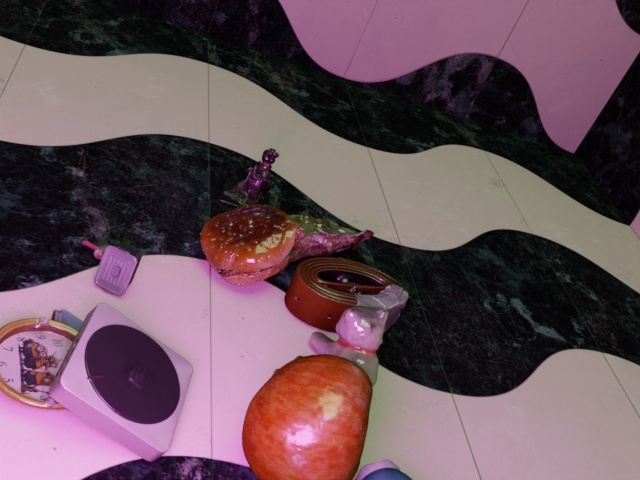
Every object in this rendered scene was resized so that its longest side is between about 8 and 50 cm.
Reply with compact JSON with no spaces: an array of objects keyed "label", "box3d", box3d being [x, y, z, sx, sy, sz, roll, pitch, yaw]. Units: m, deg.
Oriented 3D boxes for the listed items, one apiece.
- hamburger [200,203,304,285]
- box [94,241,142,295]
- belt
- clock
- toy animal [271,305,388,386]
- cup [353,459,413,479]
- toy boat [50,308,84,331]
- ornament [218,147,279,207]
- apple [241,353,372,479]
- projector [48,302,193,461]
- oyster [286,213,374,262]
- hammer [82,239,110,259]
[{"label":"hamburger","box3d":[-0.184,0.008,2.095,0.286,0.146,0.243,2,41,5]},{"label":"box","box3d":[-0.486,0.064,1.870,0.084,0.122,0.069,27,19,0]},{"label":"belt","box3d":[0.075,0.152,2.131,0.338,0.122,0.217,10,33,-24]},{"label":"clock","box3d":[-0.565,0.259,1.572,0.237,0.057,0.237,22,32,-15]},{"label":"toy animal","box3d":[0.042,0.274,1.879,0.308,0.188,0.266,11,42,-29]},{"label":"cup","box3d":[0.141,0.543,1.559,0.299,0.167,0.173,-11,34,-13]},{"label":"toy boat","box3d":[-0.539,0.197,1.719,0.122,0.034,0.096,20,30,-26]},{"label":"ornament","box3d":[-0.203,-0.211,2.407,0.153,0.196,0.166,21,30,-9]},{"label":"apple","box3d":[-0.028,0.374,1.587,0.250,0.277,0.309,11,15,6]},{"label":"projector","box3d":[-0.400,0.287,1.575,0.259,0.079,0.257,41,27,-20]},{"label":"oyster","box3d":[-0.026,-0.007,2.342,0.396,0.111,0.204,-10,29,-42]},{"label":"hammer","box3d":[-0.572,0.019,1.961,0.083,0.031,0.052,24,27,18]}]
